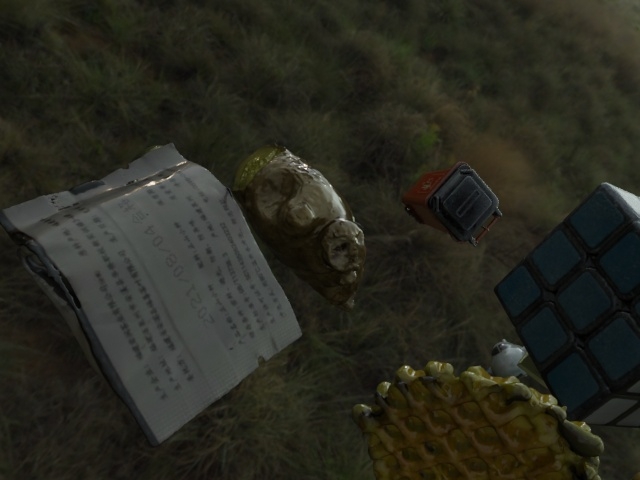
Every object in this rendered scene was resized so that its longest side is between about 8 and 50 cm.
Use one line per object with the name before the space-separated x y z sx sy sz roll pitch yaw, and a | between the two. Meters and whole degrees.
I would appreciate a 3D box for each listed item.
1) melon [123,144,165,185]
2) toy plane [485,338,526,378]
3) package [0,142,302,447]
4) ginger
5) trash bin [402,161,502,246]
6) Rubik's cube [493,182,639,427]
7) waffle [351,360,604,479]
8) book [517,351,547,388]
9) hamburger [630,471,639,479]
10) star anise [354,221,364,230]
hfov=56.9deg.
melon | -0.284 -0.098 1.002 0.097 0.131 0.098 20 6 -2
toy plane | 0.542 0.341 1.673 0.266 0.267 0.123 -13 63 -49
package | -0.146 0.030 0.557 0.203 0.062 0.251 -32 82 -40
ginger | -0.002 -0.005 0.808 0.270 0.123 0.219 46 -6 -30
trash bin | 0.337 -0.094 1.551 0.184 0.161 0.238 44 -6 -15
Rubik's cube | 0.557 0.125 1.047 0.303 0.301 0.305 12 39 -32
waffle | 0.203 0.281 0.763 0.329 0.329 0.062 45 36 -4
book | 0.474 0.254 1.251 0.077 0.014 0.111 38 49 19
hamburger | 0.777 0.617 1.366 0.136 0.176 0.175 13 31 22
star anise | -0.001 0.002 1.456 0.177 0.233 0.073 -41 102 -43
